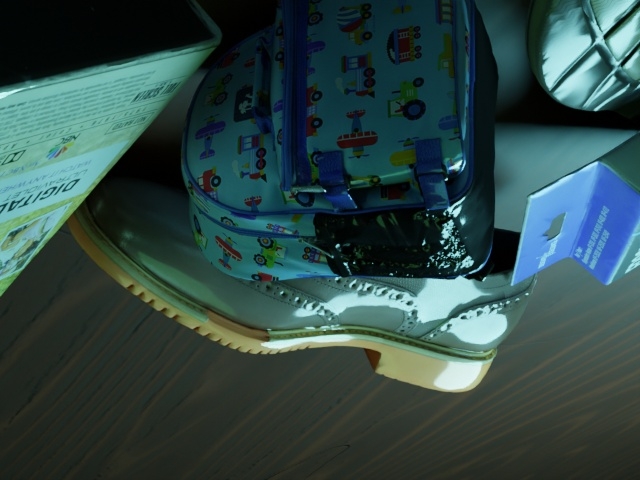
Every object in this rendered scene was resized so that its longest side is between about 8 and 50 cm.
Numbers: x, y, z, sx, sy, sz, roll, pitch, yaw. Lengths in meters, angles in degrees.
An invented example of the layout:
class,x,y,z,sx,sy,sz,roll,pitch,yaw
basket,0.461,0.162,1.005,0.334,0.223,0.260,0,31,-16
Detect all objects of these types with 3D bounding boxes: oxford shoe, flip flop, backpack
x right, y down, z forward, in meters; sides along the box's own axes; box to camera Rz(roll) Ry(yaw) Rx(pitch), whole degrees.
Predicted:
class,x,y,z,sx,sy,sz,roll,pitch,yaw
oxford shoe,0.000,0.000,0.904,0.363,0.130,0.133,15,119,-37
flip flop,0.169,-0.126,0.694,0.112,0.080,0.277,-32,165,22
backpack,0.002,-0.059,0.697,0.173,0.158,0.117,-3,150,17

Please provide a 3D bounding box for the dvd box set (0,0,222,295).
class,x,y,z,sx,sy,sz,roll,pitch,yaw
dvd box set,-0.259,0.044,0.597,0.420,0.062,0.307,-44,171,32

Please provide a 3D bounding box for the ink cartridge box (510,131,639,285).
class,x,y,z,sx,sy,sz,roll,pitch,yaw
ink cartridge box,0.223,-0.035,0.841,0.208,0.045,0.206,-31,163,-3
